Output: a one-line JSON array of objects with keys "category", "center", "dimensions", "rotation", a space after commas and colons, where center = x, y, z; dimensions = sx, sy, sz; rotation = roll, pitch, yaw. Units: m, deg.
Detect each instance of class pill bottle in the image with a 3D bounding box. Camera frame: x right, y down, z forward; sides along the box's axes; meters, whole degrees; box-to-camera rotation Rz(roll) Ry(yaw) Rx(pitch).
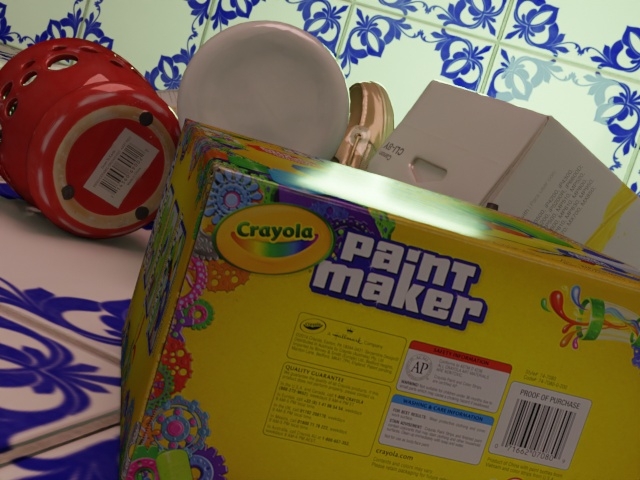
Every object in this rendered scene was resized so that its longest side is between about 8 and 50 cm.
[{"category": "pill bottle", "center": [-0.059, -0.120, 1.037], "dimensions": [0.162, 0.162, 0.278], "rotation": [17, -3, -2]}]

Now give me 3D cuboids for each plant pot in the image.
[{"category": "plant pot", "center": [-0.249, -0.107, 1.066], "dimensions": [0.191, 0.191, 0.174], "rotation": [11, 15, -34]}]

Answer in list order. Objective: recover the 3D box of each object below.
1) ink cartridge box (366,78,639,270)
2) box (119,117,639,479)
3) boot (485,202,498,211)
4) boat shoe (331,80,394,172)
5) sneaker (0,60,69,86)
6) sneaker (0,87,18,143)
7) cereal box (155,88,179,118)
[{"category": "ink cartridge box", "center": [0.287, -0.020, 1.285], "dimensions": [0.385, 0.160, 0.279], "rotation": [35, 0, -29]}, {"category": "box", "center": [0.034, 0.055, 0.645], "dimensions": [0.290, 0.177, 0.279], "rotation": [15, 8, -14]}, {"category": "boot", "center": [0.022, 0.010, 0.923], "dimensions": [0.229, 0.091, 0.263], "rotation": [24, 43, 26]}, {"category": "boat shoe", "center": [0.032, -0.108, 1.384], "dimensions": [0.098, 0.302, 0.109], "rotation": [19, -32, -18]}, {"category": "sneaker", "center": [-0.566, -0.285, 1.869], "dimensions": [0.293, 0.108, 0.169], "rotation": [8, 10, 0]}, {"category": "sneaker", "center": [-0.506, -0.154, 1.167], "dimensions": [0.147, 0.129, 0.330], "rotation": [6, 0, 24]}, {"category": "cereal box", "center": [-0.218, -0.168, 1.389], "dimensions": [0.240, 0.047, 0.173], "rotation": [-5, 23, -10]}]
